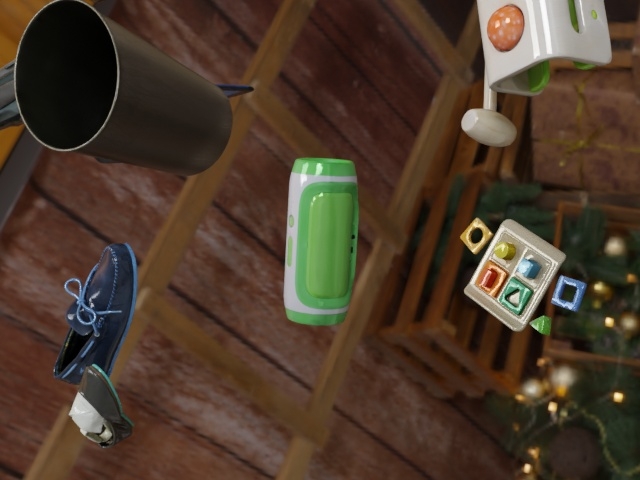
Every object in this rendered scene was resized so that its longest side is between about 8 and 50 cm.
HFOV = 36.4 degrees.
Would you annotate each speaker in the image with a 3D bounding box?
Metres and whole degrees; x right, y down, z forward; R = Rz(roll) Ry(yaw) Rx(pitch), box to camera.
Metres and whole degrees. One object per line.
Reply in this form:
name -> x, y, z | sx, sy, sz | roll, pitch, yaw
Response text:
speaker -> 0.000, 0.000, 1.787 | 0.131, 0.297, 0.131 | 3, -172, 0

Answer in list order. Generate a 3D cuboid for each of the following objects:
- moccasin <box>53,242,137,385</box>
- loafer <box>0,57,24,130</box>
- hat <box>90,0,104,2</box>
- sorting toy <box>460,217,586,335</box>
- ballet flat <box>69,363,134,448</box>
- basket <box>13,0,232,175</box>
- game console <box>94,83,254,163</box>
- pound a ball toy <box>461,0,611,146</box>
moccasin -> -0.452, 0.162, 1.940 | 0.116, 0.138, 0.342 | 3, 117, -32
loafer -> -0.477, -0.177, 1.317 | 0.084, 0.267, 0.096 | 59, 152, 0
hat -> -0.393, -0.522, 1.814 | 0.331, 0.331, 0.134 | -1, 121, 33
sorting toy -> 0.409, 0.070, 2.100 | 0.047, 0.196, 0.347 | 18, -165, -45
ballet flat -> -0.438, 0.347, 1.936 | 0.095, 0.096, 0.280 | 37, 156, 25
basket -> -0.224, -0.164, 1.173 | 0.154, 0.204, 0.227 | -44, 148, 18
game console -> -0.331, -0.263, 2.189 | 0.293, 0.250, 0.173 | -5, -149, -40
pound a ball toy -> 0.234, -0.300, 1.237 | 0.135, 0.319, 0.208 | 3, 167, -34
